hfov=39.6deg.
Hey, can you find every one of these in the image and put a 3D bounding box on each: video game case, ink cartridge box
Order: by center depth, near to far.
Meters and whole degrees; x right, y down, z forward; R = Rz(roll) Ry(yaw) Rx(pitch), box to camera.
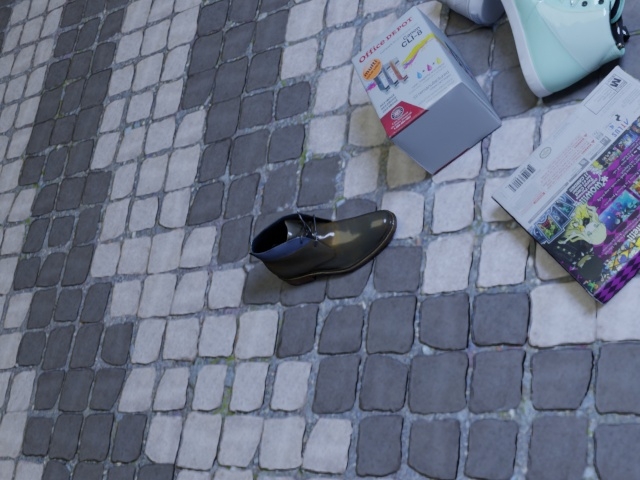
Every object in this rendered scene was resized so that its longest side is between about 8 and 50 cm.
[{"bbox_3d":[0.356,-0.073,1.091,0.232,0.041,0.210,-48,47,11],"label":"video game case"},{"bbox_3d":[0.149,-0.215,1.271,0.128,0.127,0.176,-38,49,20],"label":"ink cartridge box"}]

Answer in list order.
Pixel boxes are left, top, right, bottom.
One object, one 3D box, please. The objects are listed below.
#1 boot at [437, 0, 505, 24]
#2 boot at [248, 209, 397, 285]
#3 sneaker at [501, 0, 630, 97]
[{"bbox_3d":[0.264,-0.453,1.313,0.123,0.095,0.258,38,96,36],"label":"boot"},{"bbox_3d":[0.000,0.000,1.303,0.219,0.106,0.082,-26,55,28],"label":"boot"},{"bbox_3d":[0.320,-0.335,1.177,0.151,0.094,0.256,-20,85,34],"label":"sneaker"}]
